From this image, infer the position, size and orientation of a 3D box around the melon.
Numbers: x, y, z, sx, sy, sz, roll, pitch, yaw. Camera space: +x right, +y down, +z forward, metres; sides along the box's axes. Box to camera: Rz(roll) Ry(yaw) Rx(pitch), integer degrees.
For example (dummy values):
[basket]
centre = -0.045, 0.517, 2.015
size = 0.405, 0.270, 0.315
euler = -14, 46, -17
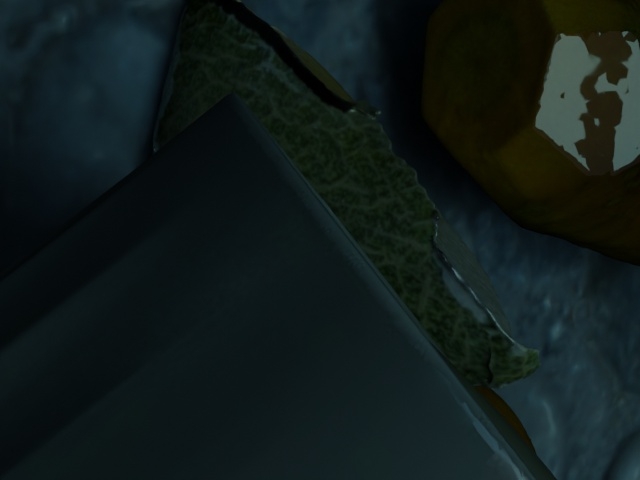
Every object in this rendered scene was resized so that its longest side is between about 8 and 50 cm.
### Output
[melon]
centre = -0.004, 0.002, 0.668
size = 0.139, 0.202, 0.093
euler = -48, 153, 20

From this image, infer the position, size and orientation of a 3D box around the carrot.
[carrot]
centre = 0.168, -0.039, 0.790
size = 0.302, 0.114, 0.114
euler = 18, 87, -42

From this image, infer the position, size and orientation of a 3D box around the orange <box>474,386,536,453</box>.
[orange]
centre = 0.020, 0.120, 0.683
size = 0.155, 0.134, 0.154
euler = 8, 90, -74

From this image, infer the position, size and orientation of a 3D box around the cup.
[cup]
centre = -0.055, 0.177, 0.507
size = 0.327, 0.237, 0.323
euler = -39, 108, 1
